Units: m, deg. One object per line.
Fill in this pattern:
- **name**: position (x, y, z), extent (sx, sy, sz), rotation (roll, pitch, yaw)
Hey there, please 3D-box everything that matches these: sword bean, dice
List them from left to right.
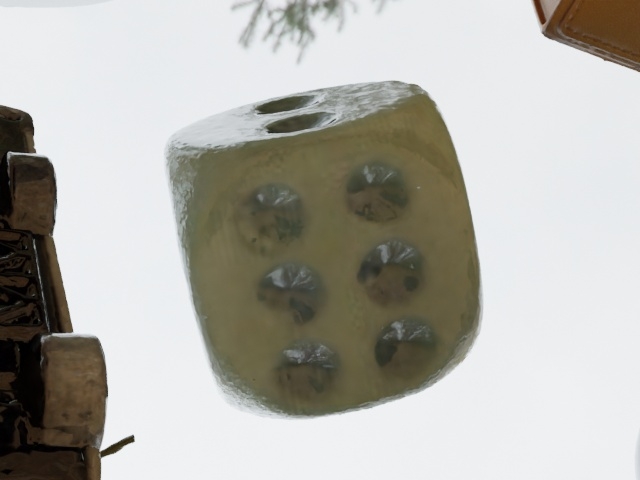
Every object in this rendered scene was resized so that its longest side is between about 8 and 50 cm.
- **sword bean**: position (-0.218, 0.214, 0.976), extent (0.083, 0.012, 0.012), rotation (-30, -108, 1)
- **dice**: position (0.000, 0.000, 0.971), extent (0.264, 0.262, 0.268), rotation (-12, -74, -4)

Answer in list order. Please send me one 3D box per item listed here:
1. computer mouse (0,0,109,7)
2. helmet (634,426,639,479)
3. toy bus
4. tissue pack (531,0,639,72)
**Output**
- **computer mouse**: position (-0.161, -0.175, 0.397), extent (0.121, 0.184, 0.297), rotation (0, -158, 25)
- **helmet**: position (0.349, 0.204, 0.802), extent (0.160, 0.279, 0.230), rotation (-36, -103, -25)
- **toy bus**: position (-0.200, 0.061, 0.465), extent (0.143, 0.179, 0.305), rotation (4, -147, -26)
- **tissue pack**: position (0.301, -0.211, 0.733), extent (0.274, 0.145, 0.194), rotation (15, -138, -14)
